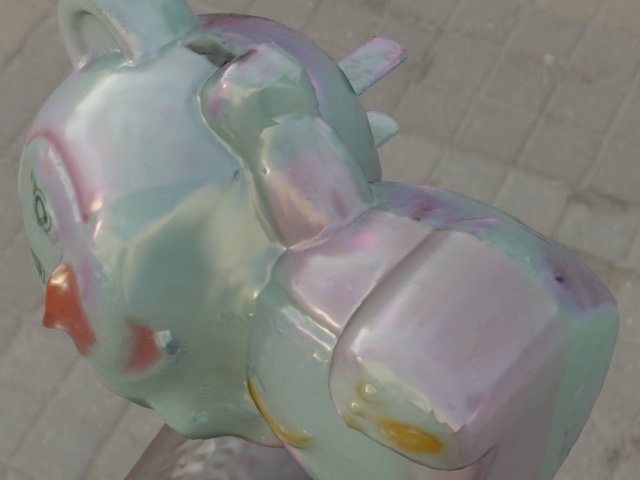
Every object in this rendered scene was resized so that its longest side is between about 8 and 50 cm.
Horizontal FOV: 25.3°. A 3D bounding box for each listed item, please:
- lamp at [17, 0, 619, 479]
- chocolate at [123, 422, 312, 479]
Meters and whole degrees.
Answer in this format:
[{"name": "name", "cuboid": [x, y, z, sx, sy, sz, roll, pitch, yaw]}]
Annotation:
[{"name": "lamp", "cuboid": [0.000, 0.000, 0.705, 0.301, 0.247, 0.247, 32, 56, 26]}, {"name": "chocolate", "cuboid": [0.002, 0.267, 1.101, 0.384, 0.383, 0.331, 21, 52, 20]}]
